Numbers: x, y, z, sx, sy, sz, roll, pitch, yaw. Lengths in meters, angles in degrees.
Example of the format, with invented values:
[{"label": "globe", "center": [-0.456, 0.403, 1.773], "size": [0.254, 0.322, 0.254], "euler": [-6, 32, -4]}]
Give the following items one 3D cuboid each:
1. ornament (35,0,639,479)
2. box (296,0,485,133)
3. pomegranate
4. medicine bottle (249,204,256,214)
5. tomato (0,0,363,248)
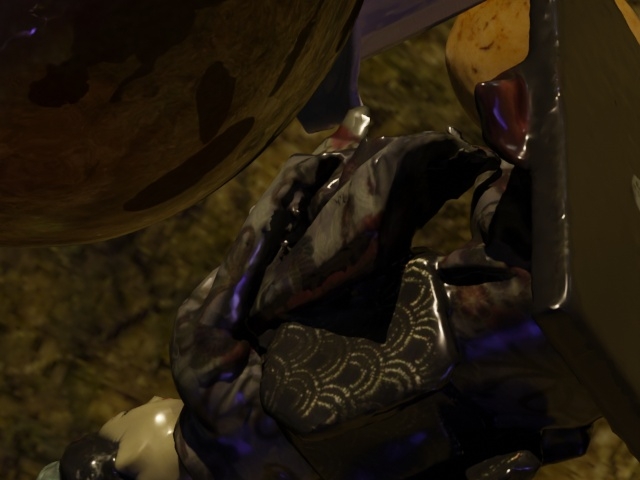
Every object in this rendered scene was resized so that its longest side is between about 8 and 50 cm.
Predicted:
[{"label": "ornament", "center": [0.008, 0.034, 0.462], "size": [0.196, 0.166, 0.153], "euler": [-21, 38, 22]}, {"label": "box", "center": [0.035, -0.240, 1.003], "size": [0.206, 0.291, 0.262], "euler": [-24, 48, -20]}, {"label": "pomegranate", "center": [0.210, -0.153, 1.538], "size": [0.196, 0.196, 0.196], "euler": [-16, 60, 30]}, {"label": "medicine bottle", "center": [0.000, 0.000, 1.428], "size": [0.107, 0.191, 0.107], "euler": [3, 99, 19]}, {"label": "tomato", "center": [-0.083, -0.129, 0.593], "size": [0.223, 0.270, 0.270], "euler": [4, 70, 19]}]
